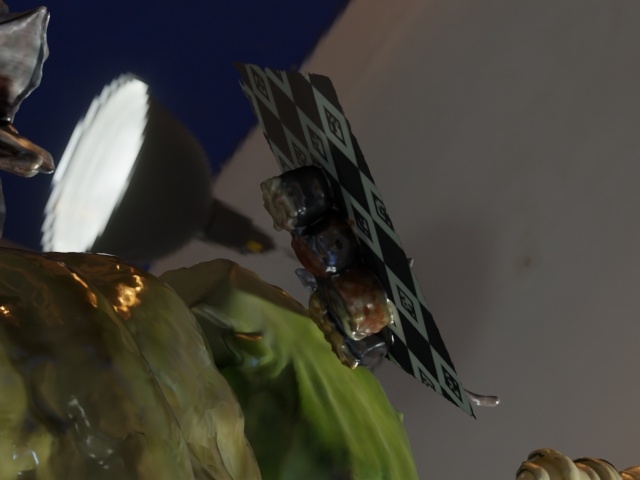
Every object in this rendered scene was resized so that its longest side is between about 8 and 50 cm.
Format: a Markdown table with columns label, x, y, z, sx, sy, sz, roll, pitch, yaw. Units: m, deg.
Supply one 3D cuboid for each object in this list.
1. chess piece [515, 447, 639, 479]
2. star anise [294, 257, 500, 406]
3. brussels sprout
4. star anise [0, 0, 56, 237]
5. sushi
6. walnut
| label | x | y | z | sx | sy | sz | roll | pitch | yaw |
| --- | --- | --- | --- | --- | --- | --- | --- | --- | --- |
| chess piece | 0.191 | 0.178 | 1.021 | 0.060 | 0.172 | 0.060 | -15 | -112 | 41 |
| star anise | 0.095 | 0.114 | 1.812 | 0.148 | 0.218 | 0.228 | -132 | -149 | -89 |
| brussels sprout | -0.061 | 0.206 | 1.330 | 0.275 | 0.371 | 0.315 | -20 | -149 | 30 |
| star anise | -0.263 | -0.089 | 1.073 | 0.229 | 0.093 | 0.236 | -44 | -137 | 30 |
| sushi | 0.000 | 0.000 | 1.151 | 0.050 | 0.290 | 0.264 | -28 | -162 | -13 |
| walnut | -0.159 | 0.139 | 0.715 | 0.253 | 0.282 | 0.277 | -45 | -122 | 61 |
